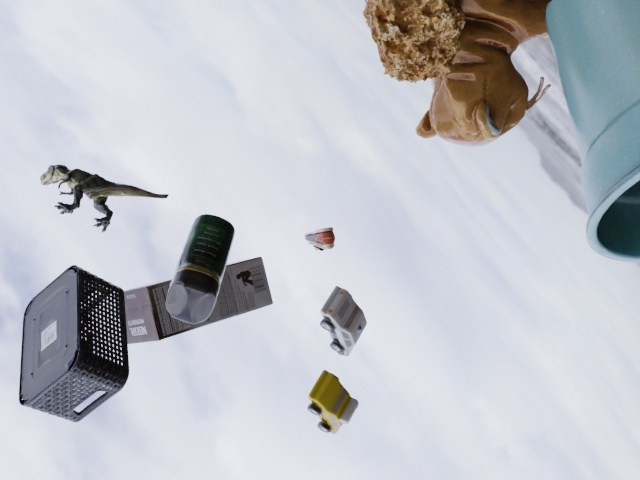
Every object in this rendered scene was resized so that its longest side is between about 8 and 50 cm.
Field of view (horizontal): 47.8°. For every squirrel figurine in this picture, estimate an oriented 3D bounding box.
[{"bbox_3d":[0.203,-0.338,1.144,0.397,0.370,0.281,-2,-167,-35],"label":"squirrel figurine"}]

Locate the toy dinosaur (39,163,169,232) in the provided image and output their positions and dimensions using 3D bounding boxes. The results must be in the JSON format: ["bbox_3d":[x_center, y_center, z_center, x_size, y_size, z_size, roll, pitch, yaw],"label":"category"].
[{"bbox_3d":[-0.450,-0.087,1.436,0.268,0.064,0.118,14,-126,3],"label":"toy dinosaur"}]

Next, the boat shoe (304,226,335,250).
[{"bbox_3d":[0.000,0.000,1.463,0.137,0.049,0.043,165,95,-75],"label":"boat shoe"}]

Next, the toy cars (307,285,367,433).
[{"bbox_3d":[0.055,0.297,1.703,0.087,0.394,0.176,16,-164,29],"label":"toy cars"}]

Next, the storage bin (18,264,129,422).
[{"bbox_3d":[-0.338,0.140,0.990,0.084,0.122,0.180,36,-155,-41],"label":"storage bin"}]

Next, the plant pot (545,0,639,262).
[{"bbox_3d":[0.449,-0.195,0.893,0.341,0.341,0.334,26,-134,-47],"label":"plant pot"}]

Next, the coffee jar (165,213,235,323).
[{"bbox_3d":[-0.198,0.046,1.198,0.079,0.096,0.184,19,-142,-10],"label":"coffee jar"}]

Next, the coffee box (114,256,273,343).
[{"bbox_3d":[-0.279,0.131,1.603,0.297,0.168,0.119,-15,-89,-40],"label":"coffee box"}]
